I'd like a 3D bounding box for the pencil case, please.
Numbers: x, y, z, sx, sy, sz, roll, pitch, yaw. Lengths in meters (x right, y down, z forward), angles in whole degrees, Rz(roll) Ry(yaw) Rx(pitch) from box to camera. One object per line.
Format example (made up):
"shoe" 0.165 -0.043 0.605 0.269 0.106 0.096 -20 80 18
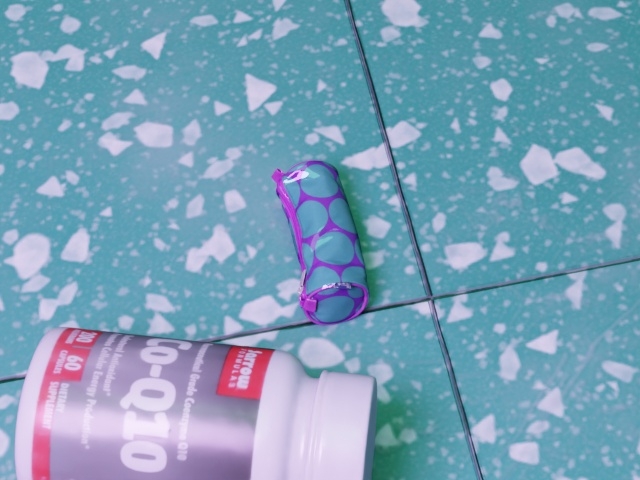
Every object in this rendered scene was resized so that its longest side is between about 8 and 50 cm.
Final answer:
"pencil case" 0.000 0.000 1.451 0.070 0.064 0.152 4 54 -25

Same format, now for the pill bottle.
"pill bottle" -0.099 0.165 1.293 0.283 0.161 0.161 5 58 6
